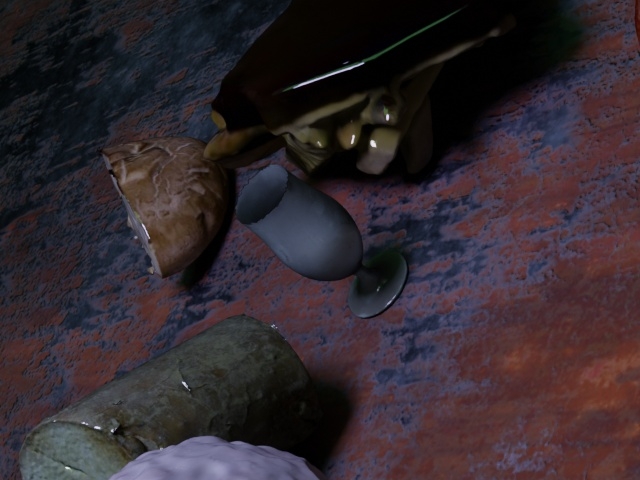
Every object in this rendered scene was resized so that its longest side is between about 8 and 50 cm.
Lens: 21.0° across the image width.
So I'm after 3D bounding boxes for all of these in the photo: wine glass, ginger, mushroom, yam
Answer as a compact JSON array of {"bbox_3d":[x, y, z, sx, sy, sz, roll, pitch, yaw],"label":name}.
[{"bbox_3d":[0.000,0.000,1.900,0.093,0.202,0.093,-32,37,29],"label":"wine glass"},{"bbox_3d":[0.078,-0.203,2.043,0.413,0.211,0.358,-14,35,31],"label":"ginger"},{"bbox_3d":[-0.193,-0.063,2.282,0.151,0.156,0.286,-23,35,-7],"label":"mushroom"},{"bbox_3d":[-0.149,0.199,1.805,0.304,0.168,0.168,-29,18,-37],"label":"yam"}]

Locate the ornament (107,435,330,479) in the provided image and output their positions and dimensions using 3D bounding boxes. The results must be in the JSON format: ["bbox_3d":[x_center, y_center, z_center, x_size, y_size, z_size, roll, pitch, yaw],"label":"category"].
[{"bbox_3d":[-0.087,0.339,1.571,0.337,0.337,0.337,-31,39,29],"label":"ornament"}]

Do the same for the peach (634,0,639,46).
[{"bbox_3d":[0.395,-0.232,1.596,0.232,0.256,0.232,-33,39,32],"label":"peach"}]
